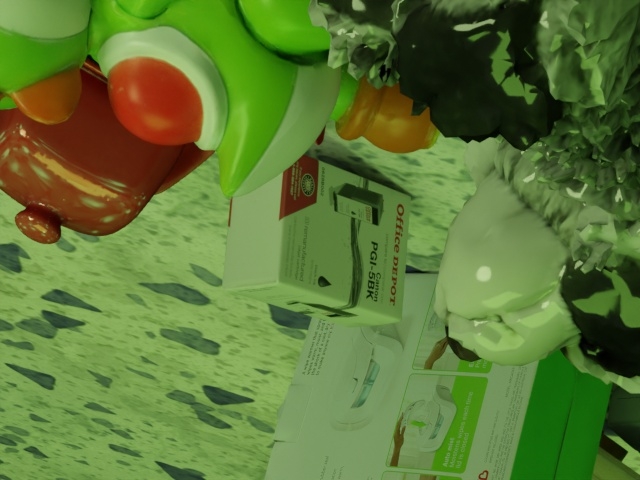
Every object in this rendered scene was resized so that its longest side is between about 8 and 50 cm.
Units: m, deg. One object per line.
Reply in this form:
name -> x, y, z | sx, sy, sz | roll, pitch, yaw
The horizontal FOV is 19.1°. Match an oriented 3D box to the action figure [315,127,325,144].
action figure -> -0.051, -0.077, 1.330 | 0.115, 0.030, 0.038 | 1, 159, 40

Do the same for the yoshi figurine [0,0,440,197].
yoshi figurine -> -0.097, -0.158, 1.034 | 0.362, 0.203, 0.203 | 6, -158, -13

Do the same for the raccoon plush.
raccoon plush -> 0.202, -0.100, 0.619 | 0.446, 0.216, 0.299 | -28, 135, 27

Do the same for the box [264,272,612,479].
box -> 0.088, 0.165, 1.508 | 0.231, 0.262, 0.127 | -2, 153, 37

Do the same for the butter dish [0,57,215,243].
butter dish -> -0.178, -0.052, 1.342 | 0.160, 0.118, 0.160 | 30, 155, -14

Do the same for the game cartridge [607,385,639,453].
game cartridge -> 0.396, 0.189, 1.635 | 0.294, 0.060, 0.196 | 30, 152, -31

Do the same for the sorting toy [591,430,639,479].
sorting toy -> 0.262, 0.202, 1.659 | 0.347, 0.047, 0.196 | 34, 174, 29

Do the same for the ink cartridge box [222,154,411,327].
ink cartridge box -> 0.000, 0.000, 1.349 | 0.056, 0.099, 0.135 | -8, 162, 42
